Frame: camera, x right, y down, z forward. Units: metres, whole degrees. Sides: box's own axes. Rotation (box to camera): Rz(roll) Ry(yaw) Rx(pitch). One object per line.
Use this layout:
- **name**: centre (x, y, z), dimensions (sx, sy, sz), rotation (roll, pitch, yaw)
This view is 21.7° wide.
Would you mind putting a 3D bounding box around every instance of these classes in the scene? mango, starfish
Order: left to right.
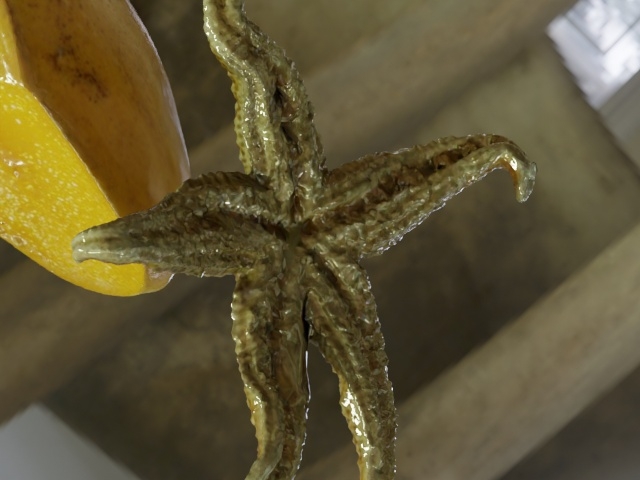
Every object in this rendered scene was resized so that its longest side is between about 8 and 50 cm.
- **mango**: centre (-0.205, -0.114, 1.177), dimensions (0.350, 0.199, 0.201), rotation (52, 159, -9)
- **starfish**: centre (-0.004, -0.001, 1.083), dimensions (0.327, 0.094, 0.375), rotation (-33, -73, -28)
